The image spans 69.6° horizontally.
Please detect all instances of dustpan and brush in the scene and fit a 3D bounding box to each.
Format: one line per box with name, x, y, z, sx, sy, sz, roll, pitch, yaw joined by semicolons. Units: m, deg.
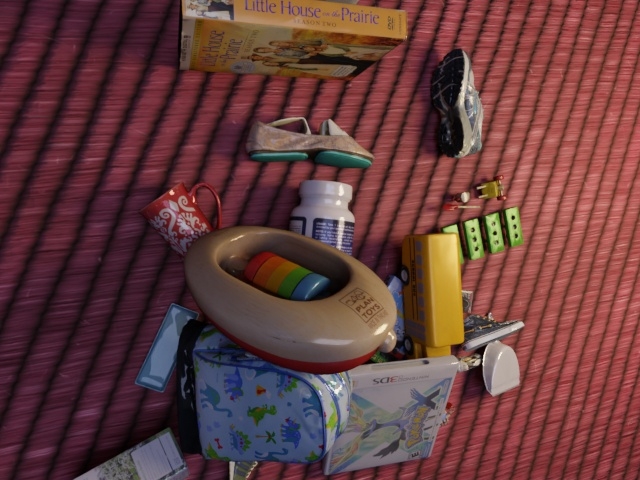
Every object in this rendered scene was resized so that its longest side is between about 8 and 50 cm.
dustpan and brush;0.496;0.310;1.292;0.147;0.060;0.211;-3;94;-37

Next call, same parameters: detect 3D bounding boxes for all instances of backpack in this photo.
backpack;-0.111;0.312;0.944;0.355;0.273;0.290;0;97;-6

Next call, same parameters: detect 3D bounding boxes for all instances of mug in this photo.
mug;-0.280;-0.034;0.994;0.150;0.113;0.169;-27;107;26

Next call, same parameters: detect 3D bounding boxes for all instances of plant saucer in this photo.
plant saucer;-0.344;0.240;1.037;0.067;0.018;0.192;26;82;-17

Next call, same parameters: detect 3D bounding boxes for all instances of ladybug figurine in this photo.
ladybug figurine;-0.064;0.113;0.869;0.305;0.449;0.162;-27;132;-45

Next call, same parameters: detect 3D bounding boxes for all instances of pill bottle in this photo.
pill bottle;0.000;0.000;1.073;0.153;0.153;0.264;6;90;-18

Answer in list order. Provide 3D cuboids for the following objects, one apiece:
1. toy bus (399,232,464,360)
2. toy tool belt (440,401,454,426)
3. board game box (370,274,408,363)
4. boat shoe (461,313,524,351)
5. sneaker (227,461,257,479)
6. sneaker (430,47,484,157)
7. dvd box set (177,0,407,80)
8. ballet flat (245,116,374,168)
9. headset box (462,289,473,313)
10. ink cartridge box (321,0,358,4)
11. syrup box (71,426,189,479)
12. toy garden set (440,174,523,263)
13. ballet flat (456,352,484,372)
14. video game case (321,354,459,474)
toy bus;0.276;0.149;1.137;0.108;0.130;0.332;-4;92;-19
toy tool belt;0.326;0.477;1.248;0.083;0.052;0.051;-33;132;-11
board game box;0.189;0.221;1.199;0.160;0.039;0.211;36;79;-15
boat shoe;0.455;0.232;1.251;0.183;0.065;0.083;-18;62;-9
sneaker;-0.170;0.512;1.072;0.086;0.064;0.192;2;87;-13
sneaker;0.374;-0.360;1.230;0.122;0.110;0.283;-5;95;-36
dvd box set;-0.077;-0.413;0.961;0.420;0.307;0.062;-3;94;-19
ballet flat;-0.017;-0.237;1.092;0.316;0.107;0.106;2;83;-19
headset box;0.378;0.165;1.262;0.083;0.032;0.062;10;88;-16
ink cartridge box;0.019;-0.595;1.056;0.127;0.176;0.128;14;86;-18
syrup box;-0.392;0.486;0.919;0.237;0.096;0.093;-24;63;-27
toy garden set;0.429;-0.059;1.269;0.244;0.049;0.203;-15;97;-16
ballet flat;0.402;0.339;1.270;0.114;0.041;0.041;-14;95;-17
video game case;0.164;0.428;1.122;0.300;0.036;0.329;-2;118;-17
